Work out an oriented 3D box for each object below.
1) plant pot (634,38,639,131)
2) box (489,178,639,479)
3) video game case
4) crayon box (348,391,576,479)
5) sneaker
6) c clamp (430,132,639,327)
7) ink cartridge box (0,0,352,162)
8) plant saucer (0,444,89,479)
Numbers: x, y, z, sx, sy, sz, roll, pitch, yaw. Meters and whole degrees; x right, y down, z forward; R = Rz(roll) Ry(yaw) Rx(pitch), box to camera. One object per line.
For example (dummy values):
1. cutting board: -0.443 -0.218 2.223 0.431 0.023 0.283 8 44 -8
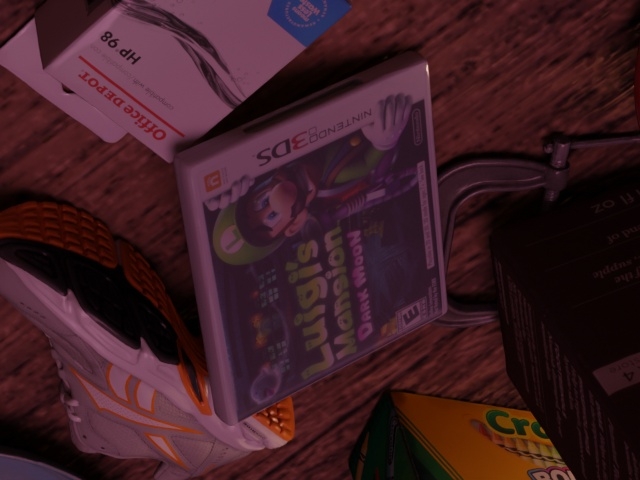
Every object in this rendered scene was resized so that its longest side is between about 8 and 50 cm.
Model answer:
1. plant pot: 0.306 -0.095 1.146 0.174 0.191 0.191 12 126 -35
2. box: 0.260 0.117 1.159 0.191 0.381 0.143 -20 131 -10
3. video game case: 0.000 0.000 1.189 0.173 0.022 0.190 -26 129 -26
4. crayon box: 0.173 0.205 1.372 0.278 0.165 0.081 10 126 -23
5. sneaker: -0.135 0.081 1.236 0.121 0.099 0.262 -34 128 20
6. c clamp: 0.126 -0.003 1.279 0.137 0.022 0.161 1 128 -16
7. ink cartridge box: -0.085 -0.116 1.102 0.180 0.060 0.104 -39 128 18
8. plant saucer: -0.274 0.244 1.368 0.317 0.044 0.318 -7 131 -9
